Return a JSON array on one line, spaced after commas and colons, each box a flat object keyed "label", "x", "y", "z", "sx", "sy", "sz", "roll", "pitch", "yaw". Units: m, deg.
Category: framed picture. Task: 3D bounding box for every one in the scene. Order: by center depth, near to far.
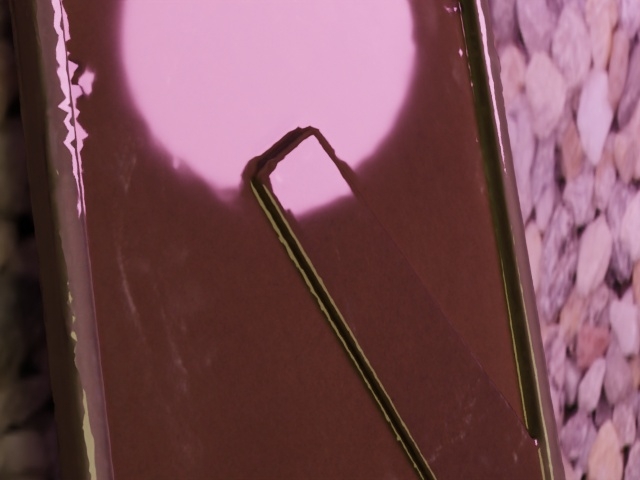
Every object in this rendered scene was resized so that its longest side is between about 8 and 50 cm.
[{"label": "framed picture", "x": 0.000, "y": 0.000, "z": 0.585, "sx": 0.326, "sy": 0.028, "sz": 0.446, "roll": -2, "pitch": 81, "yaw": -39}]
